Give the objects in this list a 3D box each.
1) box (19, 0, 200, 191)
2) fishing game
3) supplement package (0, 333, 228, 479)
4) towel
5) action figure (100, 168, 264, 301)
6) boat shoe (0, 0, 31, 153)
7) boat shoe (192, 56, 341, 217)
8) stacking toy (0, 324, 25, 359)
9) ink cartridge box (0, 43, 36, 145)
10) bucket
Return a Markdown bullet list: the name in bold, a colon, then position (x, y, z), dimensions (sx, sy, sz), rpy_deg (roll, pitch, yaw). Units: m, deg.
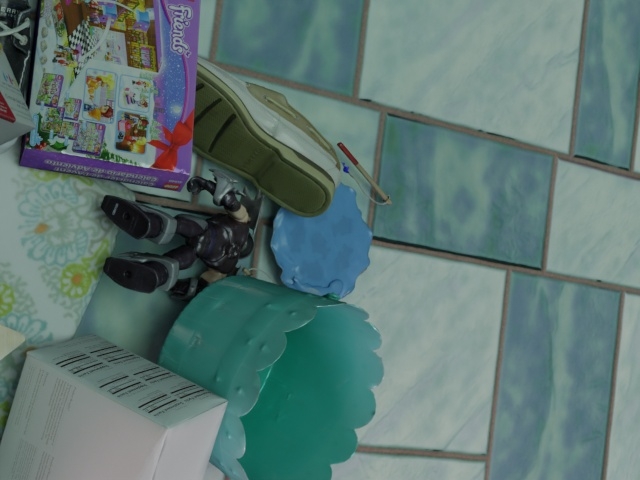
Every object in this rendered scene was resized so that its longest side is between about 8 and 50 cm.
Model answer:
- **box**: position (-0.255, -0.216, 1.541), dimensions (0.200, 0.057, 0.293), rpy_deg (9, 66, -18)
- **fishing game**: position (0.000, 0.000, 1.800), dimensions (0.189, 0.041, 0.264), rpy_deg (46, 64, -30)
- **supplement package**: position (-0.251, 0.246, 1.474), dimensions (0.149, 0.203, 0.194), rpy_deg (-13, 124, -66)
- **towel**: position (-0.430, 0.031, 1.486), dimensions (0.320, 0.090, 0.375), rpy_deg (33, 72, -32)
- **action figure**: position (-0.168, -0.002, 1.618), dimensions (0.285, 0.099, 0.185), rpy_deg (-2, 106, -63)
- **boat shoe**: position (-0.385, -0.254, 1.455), dimensions (0.108, 0.102, 0.301), rpy_deg (9, 66, -41)
- **boat shoe**: position (-0.099, -0.157, 1.702), dimensions (0.302, 0.113, 0.103), rpy_deg (41, 38, -17)
- **stacking toy**: position (-0.463, 0.108, 1.330), dimensions (0.279, 0.130, 0.309), rpy_deg (50, 64, -24)
- **ink cartridge box**: position (-0.415, -0.182, 1.345), dimensions (0.127, 0.128, 0.176), rpy_deg (-26, 84, 7)
- **bucket**: position (-0.068, 0.184, 1.619), dimensions (0.281, 0.183, 0.281), rpy_deg (-27, 127, -42)
